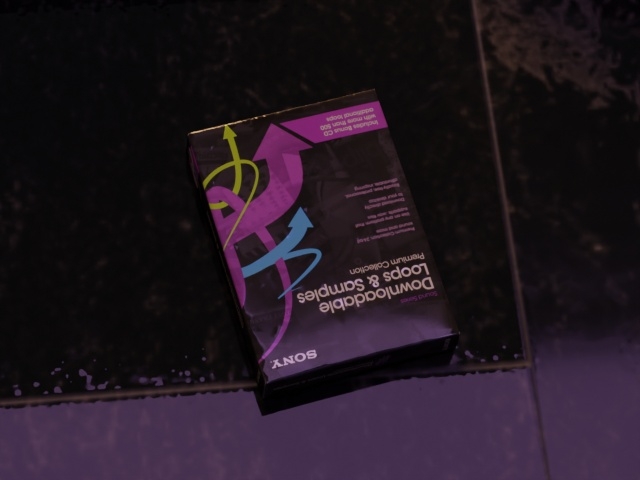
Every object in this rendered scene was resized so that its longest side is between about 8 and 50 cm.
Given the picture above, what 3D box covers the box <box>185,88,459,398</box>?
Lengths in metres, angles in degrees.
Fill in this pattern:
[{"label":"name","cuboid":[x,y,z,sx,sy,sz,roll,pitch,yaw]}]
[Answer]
[{"label":"box","cuboid":[0.000,0.000,1.113,0.116,0.029,0.162,-14,69,-11]}]
